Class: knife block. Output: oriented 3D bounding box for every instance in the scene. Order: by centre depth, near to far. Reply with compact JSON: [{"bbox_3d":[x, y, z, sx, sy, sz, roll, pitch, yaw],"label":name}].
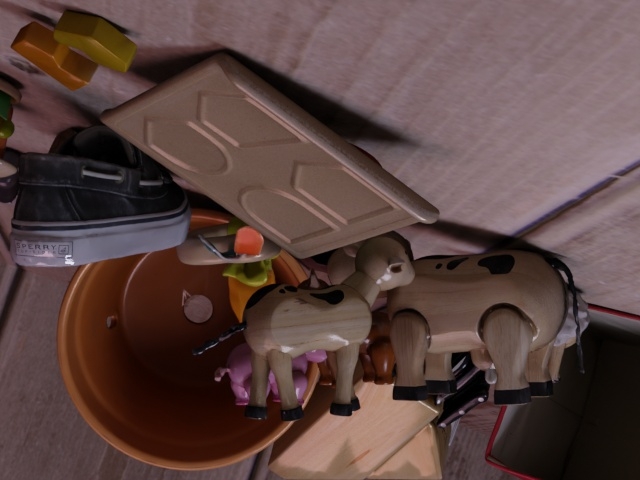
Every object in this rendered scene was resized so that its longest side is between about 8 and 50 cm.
[{"bbox_3d":[0.063,0.153,2.042,0.275,0.088,0.242,-2,127,15],"label":"knife block"}]

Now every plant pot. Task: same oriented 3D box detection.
[{"bbox_3d":[-0.141,0.094,2.085,0.291,0.291,0.203,20,-172,-3],"label":"plant pot"}]

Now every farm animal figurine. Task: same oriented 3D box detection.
[{"bbox_3d":[0.076,0.059,1.652,0.327,0.172,0.330,-1,-178,9],"label":"farm animal figurine"}]

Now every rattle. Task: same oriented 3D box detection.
[{"bbox_3d":[-0.080,0.045,1.865,0.130,0.143,0.199,6,-173,-14],"label":"rattle"}]

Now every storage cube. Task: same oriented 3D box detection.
[{"bbox_3d":[0.310,0.183,1.851,0.215,0.184,0.193,14,170,32],"label":"storage cube"}]

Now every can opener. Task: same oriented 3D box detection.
[{"bbox_3d":[-0.409,-0.053,2.245,0.076,0.095,0.283,20,172,-8],"label":"can opener"}]

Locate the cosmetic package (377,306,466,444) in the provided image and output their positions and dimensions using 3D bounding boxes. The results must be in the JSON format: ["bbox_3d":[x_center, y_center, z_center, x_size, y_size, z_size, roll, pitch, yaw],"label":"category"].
[{"bbox_3d":[0.108,0.171,2.309,0.113,0.160,0.309,21,170,-4],"label":"cosmetic package"}]

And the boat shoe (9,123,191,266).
[{"bbox_3d":[-0.199,-0.051,1.753,0.121,0.119,0.335,5,-172,9],"label":"boat shoe"}]

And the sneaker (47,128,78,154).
[{"bbox_3d":[-0.238,-0.081,1.870,0.067,0.042,0.118,26,177,-16],"label":"sneaker"}]

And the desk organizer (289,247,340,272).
[{"bbox_3d":[0.000,0.000,1.848,0.050,0.047,0.130,14,170,18],"label":"desk organizer"}]

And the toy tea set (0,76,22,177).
[{"bbox_3d":[-0.404,-0.122,1.704,0.336,0.124,0.200,27,169,-40],"label":"toy tea set"}]

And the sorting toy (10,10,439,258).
[{"bbox_3d":[-0.077,-0.091,1.408,0.307,0.041,0.229,35,157,-22],"label":"sorting toy"}]
